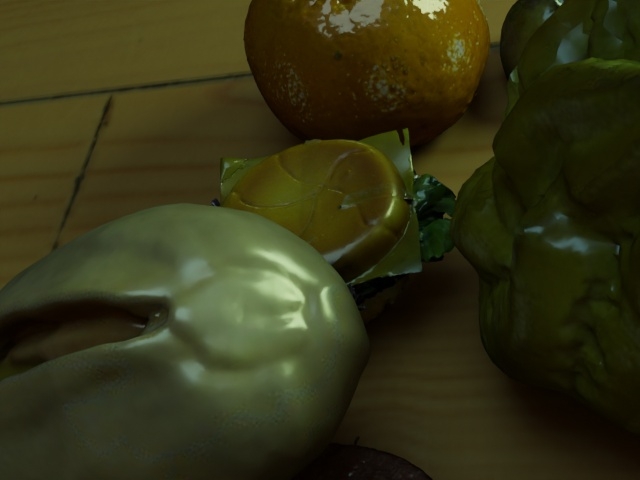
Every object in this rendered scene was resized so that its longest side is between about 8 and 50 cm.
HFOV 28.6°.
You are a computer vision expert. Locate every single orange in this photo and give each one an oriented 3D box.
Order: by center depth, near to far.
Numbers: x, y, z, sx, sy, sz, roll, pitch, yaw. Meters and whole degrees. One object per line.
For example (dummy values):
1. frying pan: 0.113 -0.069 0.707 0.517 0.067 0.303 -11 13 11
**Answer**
1. orange: 0.033 -0.157 0.974 0.193 0.161 0.193 -9 39 8

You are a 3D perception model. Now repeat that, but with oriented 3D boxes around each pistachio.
1. pistachio: -0.107 0.083 0.753 0.299 0.187 0.187 -17 37 38

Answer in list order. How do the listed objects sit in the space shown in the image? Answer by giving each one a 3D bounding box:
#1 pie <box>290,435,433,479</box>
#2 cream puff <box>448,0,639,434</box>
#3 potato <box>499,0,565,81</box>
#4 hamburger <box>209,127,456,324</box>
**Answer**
1. pie: -0.001 0.193 0.710 0.182 0.049 0.182 -10 45 10
2. cream puff: 0.216 -0.060 0.732 0.291 0.257 0.324 17 53 34
3. potato: 0.234 -0.160 0.966 0.200 0.081 0.164 21 55 32
4. hamburger: 0.003 0.001 0.872 0.190 0.093 0.164 -3 47 19
